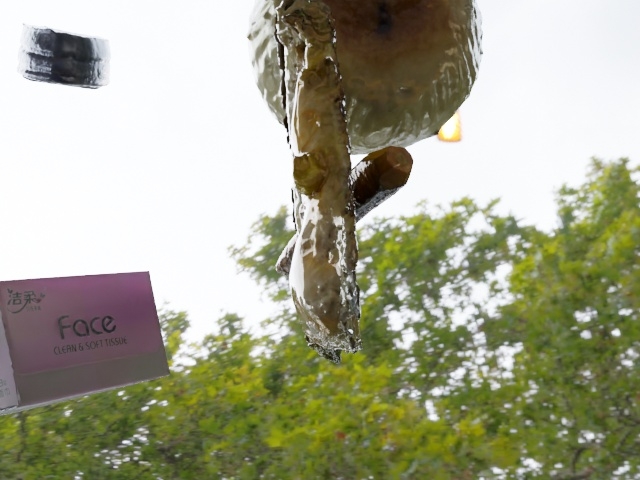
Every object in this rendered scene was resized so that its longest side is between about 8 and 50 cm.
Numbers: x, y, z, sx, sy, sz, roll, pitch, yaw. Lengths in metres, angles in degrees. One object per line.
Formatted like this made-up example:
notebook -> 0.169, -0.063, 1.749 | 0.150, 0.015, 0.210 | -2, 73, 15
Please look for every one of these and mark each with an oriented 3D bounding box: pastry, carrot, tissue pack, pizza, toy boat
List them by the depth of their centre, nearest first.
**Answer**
tissue pack -> -0.261, 0.096, 0.677 | 0.149, 0.246, 0.092 | -1, -104, -54
pizza -> -0.001, -0.014, 0.982 | 0.080, 0.392, 0.434 | -4, -125, 0
toy boat -> -0.354, -0.253, 1.156 | 0.127, 0.283, 0.078 | 9, -79, -15
carrot -> 0.020, -0.032, 1.185 | 0.066, 0.314, 0.066 | 20, -129, -26
pastry -> 0.073, -0.315, 1.348 | 0.389, 0.312, 0.388 | 2, -108, -6
